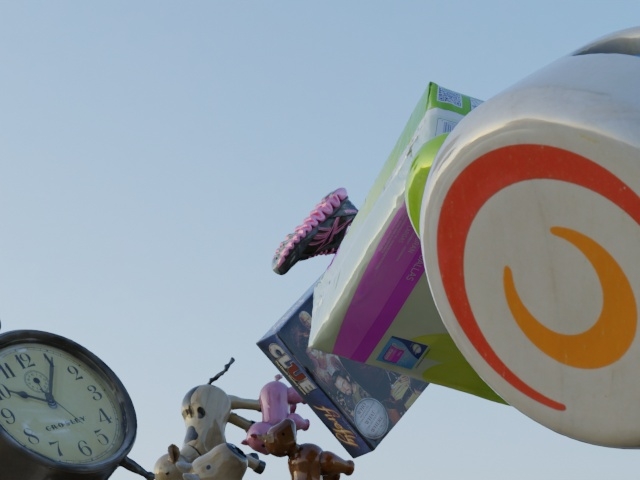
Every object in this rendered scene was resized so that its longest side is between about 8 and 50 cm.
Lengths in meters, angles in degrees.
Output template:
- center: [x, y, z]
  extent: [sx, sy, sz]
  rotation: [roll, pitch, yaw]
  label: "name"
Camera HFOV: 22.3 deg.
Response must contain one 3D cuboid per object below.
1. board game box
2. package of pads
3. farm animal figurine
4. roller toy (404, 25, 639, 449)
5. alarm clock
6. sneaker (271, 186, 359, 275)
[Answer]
- center: [0.060, 0.095, 1.763]
  extent: [0.243, 0.165, 0.042]
  rotation: [-46, 9, -38]
  label: "board game box"
- center: [0.145, 0.017, 1.455]
  extent: [0.229, 0.101, 0.296]
  rotation: [17, -44, -11]
  label: "package of pads"
- center: [-0.119, 0.317, 1.973]
  extent: [0.172, 0.327, 0.330]
  rotation: [17, -1, -26]
  label: "farm animal figurine"
- center: [0.163, -0.004, 0.822]
  extent: [0.146, 0.209, 0.191]
  rotation: [-31, -7, -42]
  label: "roller toy"
- center: [-0.212, 0.115, 1.179]
  extent: [0.129, 0.192, 0.064]
  rotation: [-9, -32, -50]
  label: "alarm clock"
- center: [0.000, 0.000, 1.706]
  extent: [0.119, 0.057, 0.047]
  rotation: [-46, 12, -18]
  label: "sneaker"
